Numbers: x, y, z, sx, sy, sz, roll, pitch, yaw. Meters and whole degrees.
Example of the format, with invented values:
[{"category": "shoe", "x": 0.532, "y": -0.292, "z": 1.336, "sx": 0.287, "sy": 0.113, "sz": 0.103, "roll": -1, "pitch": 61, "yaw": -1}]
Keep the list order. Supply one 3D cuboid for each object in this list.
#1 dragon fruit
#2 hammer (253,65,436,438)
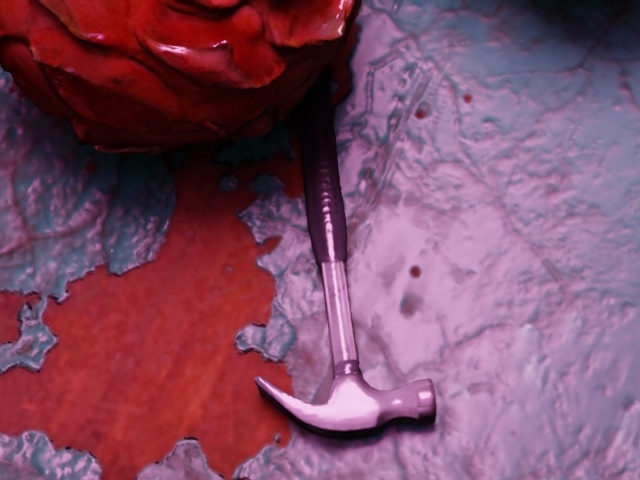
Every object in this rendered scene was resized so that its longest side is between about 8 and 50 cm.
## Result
[{"category": "dragon fruit", "x": -0.086, "y": -0.167, "z": 0.812, "sx": 0.241, "sy": 0.252, "sz": 0.241, "roll": 13, "pitch": 51, "yaw": -16}, {"category": "hammer", "x": 0.000, "y": 0.000, "z": 0.859, "sx": 0.103, "sy": 0.029, "sz": 0.246, "roll": -9, "pitch": 69, "yaw": 0}]
